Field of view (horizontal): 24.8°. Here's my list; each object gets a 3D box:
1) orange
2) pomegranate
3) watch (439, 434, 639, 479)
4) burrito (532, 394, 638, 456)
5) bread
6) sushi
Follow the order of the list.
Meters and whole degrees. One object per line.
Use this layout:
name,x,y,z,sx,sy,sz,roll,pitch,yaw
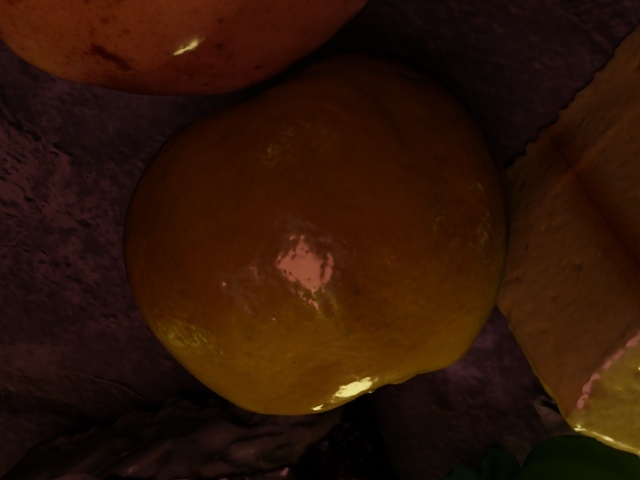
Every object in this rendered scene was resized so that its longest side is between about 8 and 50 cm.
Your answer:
orange,0.000,0.000,1.012,0.279,0.279,0.235,-26,93,18
pomegranate,-0.105,-0.246,0.915,0.338,0.338,0.338,4,111,9
watch,0.179,0.215,1.103,0.165,0.131,0.152,45,137,1
burrito,0.219,0.156,1.150,0.074,0.044,0.118,-23,106,29
bread,0.329,0.050,1.088,0.362,0.245,0.233,28,115,-33
sushi,-0.100,0.235,1.147,0.349,0.234,0.207,-14,107,20
